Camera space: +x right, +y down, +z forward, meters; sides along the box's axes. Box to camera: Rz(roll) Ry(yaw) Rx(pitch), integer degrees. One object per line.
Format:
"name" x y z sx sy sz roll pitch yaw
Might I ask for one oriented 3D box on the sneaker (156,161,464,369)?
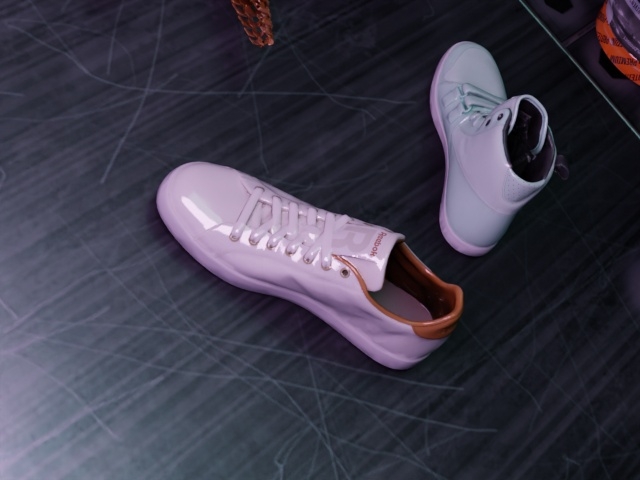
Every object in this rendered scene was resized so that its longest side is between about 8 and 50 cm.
"sneaker" 0.000 0.000 1.049 0.290 0.123 0.106 29 55 -10

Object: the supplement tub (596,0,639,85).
"supplement tub" 0.464 -0.328 1.338 0.207 0.338 0.207 12 53 -16

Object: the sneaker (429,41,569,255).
"sneaker" 0.184 -0.126 1.201 0.094 0.151 0.256 14 56 -20

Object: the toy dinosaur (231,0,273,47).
"toy dinosaur" -0.130 -0.338 1.163 0.322 0.164 0.218 42 32 26
